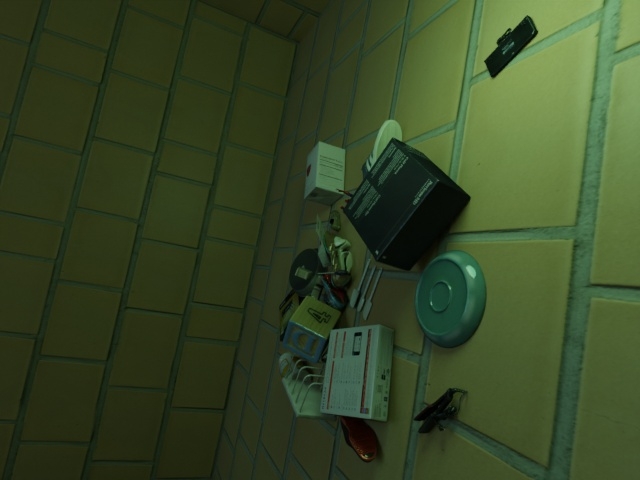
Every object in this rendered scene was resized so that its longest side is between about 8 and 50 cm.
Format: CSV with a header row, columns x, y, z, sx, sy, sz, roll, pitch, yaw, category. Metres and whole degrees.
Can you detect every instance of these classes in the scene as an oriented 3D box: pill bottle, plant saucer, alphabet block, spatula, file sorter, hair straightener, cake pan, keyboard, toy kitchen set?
x,y,z,sx,sy,sz,roll,pitch,yaw,category
-0.148,0.706,2.223,0.245,0.136,0.137,-150,74,-67,pill bottle
0.399,0.183,1.330,0.317,0.043,0.318,-43,40,53,plant saucer
-0.041,0.416,1.933,0.197,0.193,0.193,-50,-17,-53,alphabet block
0.200,0.209,1.819,0.168,0.019,0.242,-137,62,-66,spatula
-0.034,0.668,1.908,0.173,0.192,0.277,-70,23,9,file sorter
0.367,0.523,1.234,0.231,0.047,0.089,-56,30,32,hair straightener
-0.079,0.173,2.343,0.293,0.054,0.294,-30,47,38,cake pan
0.601,-0.623,1.314,0.180,0.023,0.108,-46,44,51,keyboard
-0.075,0.263,2.203,0.122,0.165,0.207,-8,-62,-80,toy kitchen set

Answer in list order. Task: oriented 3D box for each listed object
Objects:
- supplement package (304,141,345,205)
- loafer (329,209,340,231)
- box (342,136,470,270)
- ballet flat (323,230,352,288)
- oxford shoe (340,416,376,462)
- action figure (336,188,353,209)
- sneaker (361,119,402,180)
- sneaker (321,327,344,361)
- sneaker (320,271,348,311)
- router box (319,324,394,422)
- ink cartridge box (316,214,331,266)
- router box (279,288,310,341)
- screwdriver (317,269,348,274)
x,y,z,sx,sy,sz,roll,pitch,yaw,category
0.024,-0.377,2.346,0.177,0.175,0.293,142,136,-58,supplement package
0.075,-0.114,2.248,0.148,0.050,0.056,-101,33,-45,loafer
0.288,-0.128,1.468,0.343,0.178,0.313,-55,38,24,box
0.099,0.073,2.037,0.124,0.116,0.343,-35,43,30,ballet flat
0.146,0.762,1.582,0.271,0.096,0.099,-133,42,-71,oxford shoe
0.153,-0.183,1.998,0.280,0.138,0.092,-146,71,-69,action figure
0.255,-0.365,1.849,0.148,0.131,0.351,29,105,62,sneaker
0.085,0.472,1.886,0.228,0.086,0.132,-40,36,41,sneaker
0.046,0.261,2.048,0.262,0.103,0.125,-113,39,-55,sneaker
0.139,0.509,1.602,0.301,0.082,0.336,-21,53,50,router box
0.000,0.000,2.149,0.056,0.225,0.181,-19,30,12,ink cartridge box
-0.156,0.434,2.459,0.309,0.080,0.243,126,148,-44,router box
0.053,0.153,1.947,0.169,0.025,0.024,-3,69,29,screwdriver
